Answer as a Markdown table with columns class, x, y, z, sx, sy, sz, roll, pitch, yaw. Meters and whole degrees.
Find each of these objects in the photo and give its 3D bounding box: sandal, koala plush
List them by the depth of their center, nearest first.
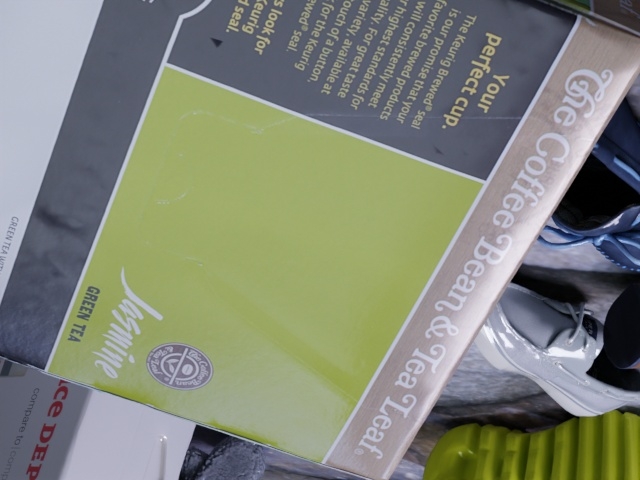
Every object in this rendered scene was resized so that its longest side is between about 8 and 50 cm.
| class | x | y | z | sx | sy | sz | roll | pitch | yaw |
| --- | --- | --- | --- | --- | --- | --- | --- | --- | --- |
| sandal | 0.262 | 0.245 | 1.530 | 0.317 | 0.126 | 0.138 | -2 | 152 | 45 |
| koala plush | -0.186 | 0.320 | 1.830 | 0.196 | 0.203 | 0.221 | 18 | 164 | -3 |

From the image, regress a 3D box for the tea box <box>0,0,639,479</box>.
| class | x | y | z | sx | sy | sz | roll | pitch | yaw |
| --- | --- | --- | --- | --- | --- | --- | --- | --- | --- |
| tea box | -0.040 | -0.088 | 0.837 | 0.324 | 0.220 | 0.329 | 21 | 127 | -9 |

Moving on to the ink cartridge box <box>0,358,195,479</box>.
| class | x | y | z | sx | sy | sz | roll | pitch | yaw |
| --- | --- | --- | --- | --- | --- | --- | --- | --- | --- |
| ink cartridge box | -0.347 | 0.225 | 1.618 | 0.385 | 0.279 | 0.160 | -5 | 145 | 32 |

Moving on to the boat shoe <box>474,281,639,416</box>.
| class | x | y | z | sx | sy | sz | roll | pitch | yaw |
| --- | --- | --- | --- | --- | --- | --- | --- | --- | --- |
| boat shoe | 0.206 | 0.082 | 1.304 | 0.081 | 0.079 | 0.227 | -19 | 142 | 34 |

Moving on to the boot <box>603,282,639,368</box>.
| class | x | y | z | sx | sy | sz | roll | pitch | yaw |
| --- | --- | --- | --- | --- | --- | --- | --- | --- | --- |
| boot | 0.320 | 0.037 | 1.182 | 0.106 | 0.082 | 0.219 | 3 | 154 | -25 |

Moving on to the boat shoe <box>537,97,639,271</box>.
| class | x | y | z | sx | sy | sz | roll | pitch | yaw |
| --- | --- | --- | --- | --- | --- | --- | --- | --- | --- |
| boat shoe | 0.181 | -0.040 | 1.066 | 0.109 | 0.089 | 0.258 | -6 | 146 | 34 |
